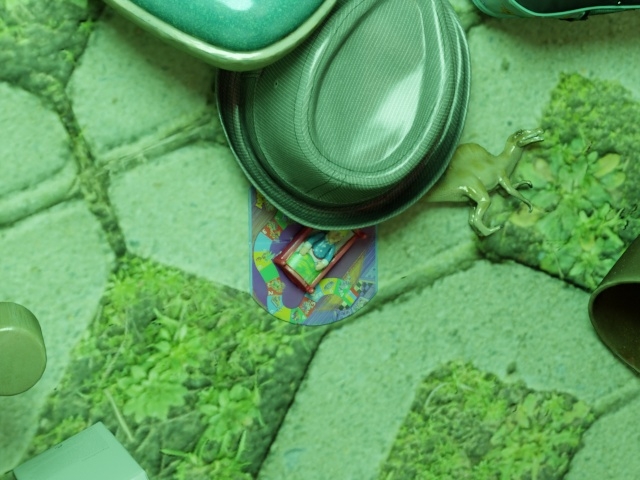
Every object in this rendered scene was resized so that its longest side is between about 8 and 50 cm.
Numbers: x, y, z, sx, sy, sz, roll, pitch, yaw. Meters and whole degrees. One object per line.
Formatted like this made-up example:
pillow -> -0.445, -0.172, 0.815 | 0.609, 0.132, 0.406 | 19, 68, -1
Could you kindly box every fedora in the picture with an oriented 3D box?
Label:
fedora -> 0.038, -0.146, 1.088 | 0.244, 0.124, 0.275 | 29, 80, -14

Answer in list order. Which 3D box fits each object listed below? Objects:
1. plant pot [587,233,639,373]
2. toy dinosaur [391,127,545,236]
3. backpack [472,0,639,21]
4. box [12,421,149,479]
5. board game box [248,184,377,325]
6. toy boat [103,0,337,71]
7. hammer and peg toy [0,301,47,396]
plant pot -> 0.422, 0.019, 1.255 | 0.215, 0.215, 0.230 | 43, 66, -21
toy dinosaur -> 0.150, -0.050, 1.215 | 0.183, 0.053, 0.092 | -26, 89, -22
backpack -> 0.217, -0.289, 1.151 | 0.188, 0.144, 0.166 | -16, 109, -26
box -> -0.182, 0.248, 1.041 | 0.091, 0.170, 0.130 | -28, 105, -17
board game box -> 0.000, 0.000, 1.160 | 0.133, 0.033, 0.168 | -3, 97, -22
toy boat -> -0.068, -0.308, 1.010 | 0.267, 0.148, 0.318 | 34, 69, 8
hammer and peg toy -> -0.404, 0.115, 0.932 | 0.361, 0.127, 0.266 | -38, 108, -2
